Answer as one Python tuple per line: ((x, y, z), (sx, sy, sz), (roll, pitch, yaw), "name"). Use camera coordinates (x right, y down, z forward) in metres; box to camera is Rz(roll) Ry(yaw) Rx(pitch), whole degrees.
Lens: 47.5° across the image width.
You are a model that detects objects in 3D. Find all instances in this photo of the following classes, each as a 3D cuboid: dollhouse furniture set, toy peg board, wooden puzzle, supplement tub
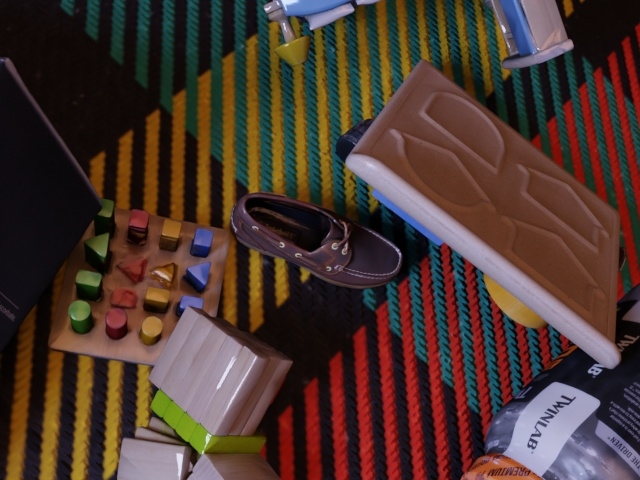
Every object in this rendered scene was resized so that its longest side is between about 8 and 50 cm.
((0.098, -0.264, 0.894), (0.304, 0.286, 0.198), (-22, 101, 4), "dollhouse furniture set")
((-0.180, 0.040, 0.744), (0.161, 0.079, 0.161), (12, 69, -11), "toy peg board")
((0.190, -0.040, 0.813), (0.322, 0.080, 0.348), (38, 33, -3), "wooden puzzle")
((0.319, 0.201, 0.757), (0.338, 0.207, 0.207), (-34, 83, -23), "supplement tub")

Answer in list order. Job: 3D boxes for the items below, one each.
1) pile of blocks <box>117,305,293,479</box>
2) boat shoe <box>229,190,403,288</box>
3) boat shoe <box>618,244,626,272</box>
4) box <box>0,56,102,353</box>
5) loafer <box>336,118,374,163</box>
((-0.106, 0.251, 0.693), (0.113, 0.149, 0.361), (25, 70, -53), "pile of blocks")
((0.000, 0.000, 0.812), (0.207, 0.073, 0.073), (15, 67, -11), "boat shoe")
((0.340, 0.052, 0.905), (0.046, 0.038, 0.125), (46, 66, 3), "boat shoe")
((-0.425, 0.025, 0.563), (0.294, 0.212, 0.395), (21, 66, 17), "box")
((0.102, -0.085, 0.876), (0.170, 0.062, 0.061), (41, 61, -1), "loafer")
